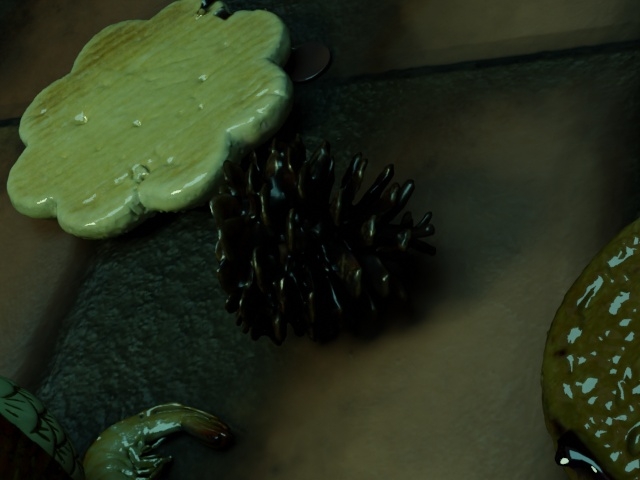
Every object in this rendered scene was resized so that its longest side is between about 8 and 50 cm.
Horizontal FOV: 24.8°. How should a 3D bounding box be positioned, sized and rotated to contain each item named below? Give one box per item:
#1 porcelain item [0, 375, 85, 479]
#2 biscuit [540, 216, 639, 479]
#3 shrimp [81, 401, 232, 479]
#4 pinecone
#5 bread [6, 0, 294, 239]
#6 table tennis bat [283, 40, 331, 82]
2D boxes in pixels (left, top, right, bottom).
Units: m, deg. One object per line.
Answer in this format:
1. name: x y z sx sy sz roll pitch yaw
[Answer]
1. porcelain item: -0.295 0.181 1.042 0.253 0.253 0.253 -16 44 16
2. biscuit: 0.284 0.079 0.928 0.296 0.075 0.296 -16 49 19
3. shrimp: -0.113 0.186 1.088 0.124 0.034 0.178 -31 37 -9
4. pinecone: 0.005 -0.001 1.110 0.165 0.163 0.163 -3 47 3
5. bread: -0.157 -0.118 1.381 0.316 0.054 0.316 -16 44 16
6. table tennis bat: -0.022 -0.177 1.394 0.050 0.007 0.083 -39 45 -7
